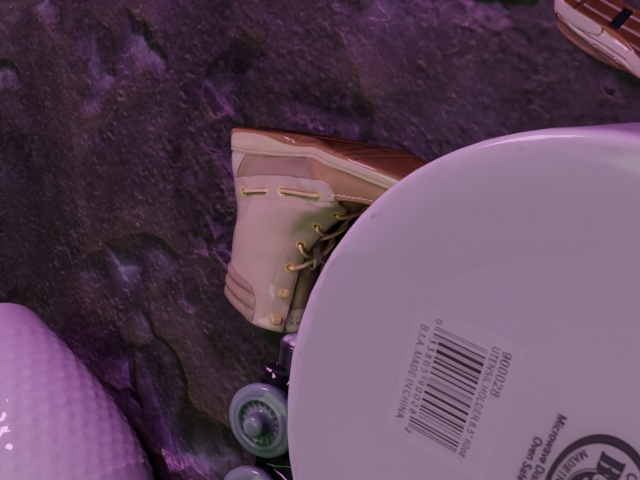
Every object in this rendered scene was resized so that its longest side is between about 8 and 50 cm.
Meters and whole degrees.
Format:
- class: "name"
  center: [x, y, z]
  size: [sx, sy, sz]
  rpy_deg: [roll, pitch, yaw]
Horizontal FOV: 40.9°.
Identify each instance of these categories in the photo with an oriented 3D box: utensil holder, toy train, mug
- class: "utensil holder"
  center: [0.219, 0.088, 0.501]
  size: [0.328, 0.386, 0.327]
  rpy_deg: [6, 99, 38]
- class: "toy train"
  center: [0.006, 0.263, 0.866]
  size: [0.190, 0.142, 0.333]
  rpy_deg: [12, 103, 28]
- class: "mug"
  center: [-0.376, 0.314, 1.124]
  size: [0.328, 0.276, 0.374]
  rpy_deg: [40, 149, 21]

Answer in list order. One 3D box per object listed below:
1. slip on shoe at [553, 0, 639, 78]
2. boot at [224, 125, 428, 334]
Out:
- class: "slip on shoe"
  center: [0.240, -0.154, 0.679]
  size: [0.135, 0.051, 0.041]
  rpy_deg: [40, 159, 20]
- class: "boot"
  center: [0.000, 0.000, 0.858]
  size: [0.262, 0.095, 0.203]
  rpy_deg: [17, 105, 39]
